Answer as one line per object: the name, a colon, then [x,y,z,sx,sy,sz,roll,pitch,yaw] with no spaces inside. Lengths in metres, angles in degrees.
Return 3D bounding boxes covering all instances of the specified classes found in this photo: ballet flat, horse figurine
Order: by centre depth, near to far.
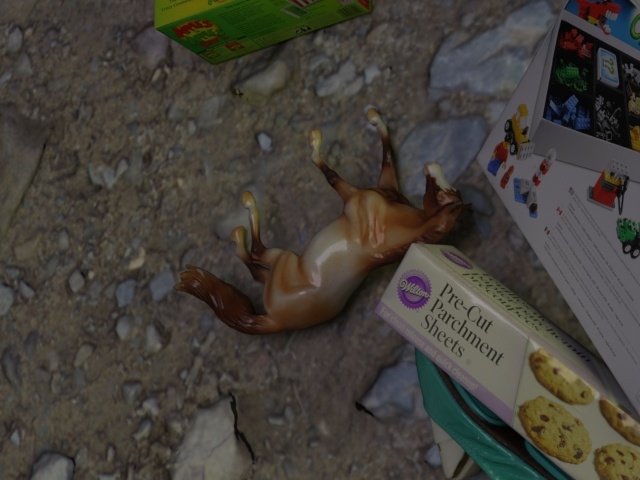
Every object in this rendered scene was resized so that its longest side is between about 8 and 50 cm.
ballet flat: [0.135,0.162,0.940,0.247,0.083,0.087,46,116,36]
horse figurine: [0.000,0.000,1.087,0.263,0.066,0.174,-39,52,15]

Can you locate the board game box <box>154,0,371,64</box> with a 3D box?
board game box: [-0.054,-0.221,1.174,0.181,0.092,0.043,-14,67,30]

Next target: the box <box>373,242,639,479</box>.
box: [0.176,0.117,0.873,0.324,0.063,0.067,40,111,28]

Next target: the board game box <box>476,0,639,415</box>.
board game box: [0.222,-0.039,0.868,0.193,0.053,0.305,-62,33,31]
